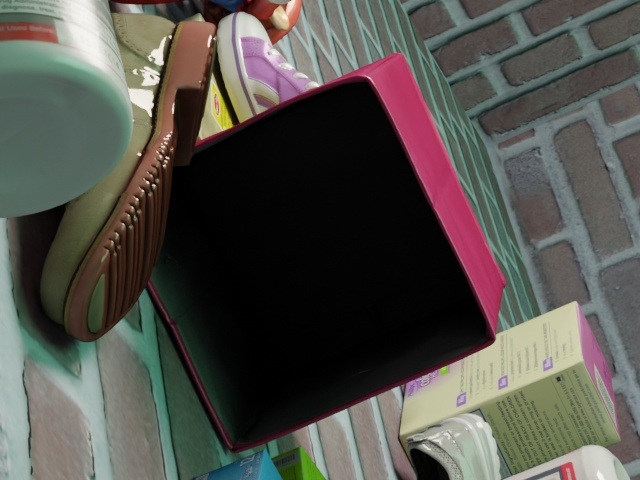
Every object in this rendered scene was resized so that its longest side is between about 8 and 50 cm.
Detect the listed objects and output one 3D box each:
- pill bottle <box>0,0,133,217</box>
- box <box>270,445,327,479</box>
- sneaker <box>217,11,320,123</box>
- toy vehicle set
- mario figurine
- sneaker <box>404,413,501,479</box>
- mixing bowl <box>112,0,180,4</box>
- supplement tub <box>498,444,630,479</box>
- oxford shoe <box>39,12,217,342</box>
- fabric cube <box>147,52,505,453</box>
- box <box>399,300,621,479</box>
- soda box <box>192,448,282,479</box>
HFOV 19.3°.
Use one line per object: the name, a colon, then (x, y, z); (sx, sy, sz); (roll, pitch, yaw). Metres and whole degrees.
pill bottle: (-0.225, -0.170, 1.247); (0.161, 0.161, 0.283); (49, 21, -54)
box: (0.010, 0.282, 1.687); (0.178, 0.042, 0.109); (56, 16, -36)
sneaker: (-0.002, -0.139, 1.984); (0.282, 0.161, 0.102); (69, 13, 19)
toy vehicle set: (-0.103, -0.108, 1.960); (0.166, 0.035, 0.267); (59, 14, -30)
mario figurine: (-0.097, -0.326, 2.095); (0.198, 0.170, 0.320); (67, 13, 12)
sneaker: (0.156, 0.344, 2.152); (0.115, 0.105, 0.281); (-5, 74, -38)
mixing bowl: (-0.189, -0.296, 1.800); (0.181, 0.098, 0.181); (61, 14, -26)
supplement tub: (0.185, 0.327, 1.801); (0.191, 0.272, 0.191); (61, 13, -25)
oxford shoe: (-0.174, -0.056, 1.442); (0.348, 0.130, 0.123); (-76, 179, -52)
fabric cube: (0.000, 0.000, 1.675); (0.259, 0.254, 0.258); (64, 12, -6)
box: (0.233, 0.204, 2.321); (0.117, 0.243, 0.213); (64, 12, -14)
soda box: (-0.063, 0.240, 1.390); (0.071, 0.067, 0.210); (63, 13, -17)
